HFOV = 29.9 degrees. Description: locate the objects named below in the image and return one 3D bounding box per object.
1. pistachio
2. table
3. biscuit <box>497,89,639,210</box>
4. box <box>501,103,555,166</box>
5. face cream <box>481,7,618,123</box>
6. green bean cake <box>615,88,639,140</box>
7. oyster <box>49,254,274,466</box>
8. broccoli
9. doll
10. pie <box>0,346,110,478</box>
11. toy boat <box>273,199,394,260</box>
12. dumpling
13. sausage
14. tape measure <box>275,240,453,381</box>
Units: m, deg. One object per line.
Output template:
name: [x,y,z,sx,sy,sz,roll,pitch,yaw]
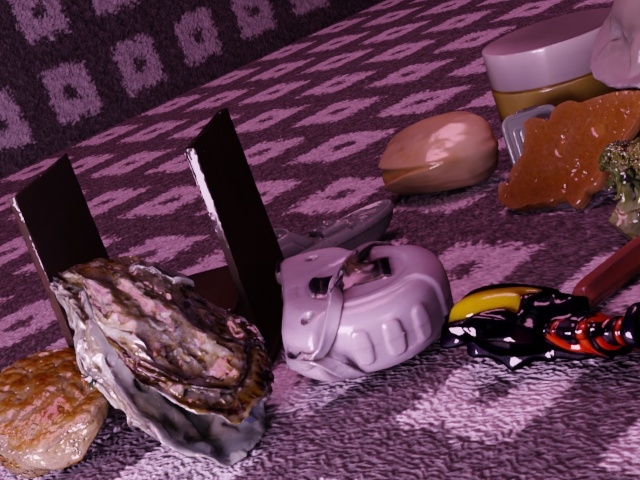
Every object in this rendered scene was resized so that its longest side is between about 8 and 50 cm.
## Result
pistachio: [0.176,-0.132,1.836,0.200,0.117,0.145,-9,5,30]
table: [-0.196,0.016,1.490,0.251,0.282,0.196,-15,18,16]
biscuit: [0.338,-0.120,1.599,0.035,0.162,0.250,14,-41,-44]
box: [0.305,-0.130,1.708,0.084,0.122,0.069,-18,5,1]
face cream: [0.375,-0.236,1.843,0.218,0.179,0.218,-17,17,5]
green bean cake: [0.525,-0.180,1.598,0.222,0.125,0.248,-26,17,-21]
oyster: [-0.183,0.112,1.299,0.351,0.158,0.162,30,7,38]
broccoli: [0.391,-0.061,1.382,0.138,0.146,0.162,-50,34,4]
doll: [0.221,0.082,1.176,0.249,0.127,0.088,-5,55,45]
pie: [-0.305,0.193,1.370,0.163,0.079,0.193,-16,32,9]
toy boat: [0.000,0.000,1.672,0.260,0.085,0.078,-28,17,-27]
dumpling: [0.461,-0.309,1.601,0.205,0.163,0.293,-16,29,-2]
sausage: [0.321,0.034,1.304,0.030,0.035,0.147,34,45,30]
tape measure: [0.049,0.073,1.338,0.197,0.120,0.236,-16,21,4]
